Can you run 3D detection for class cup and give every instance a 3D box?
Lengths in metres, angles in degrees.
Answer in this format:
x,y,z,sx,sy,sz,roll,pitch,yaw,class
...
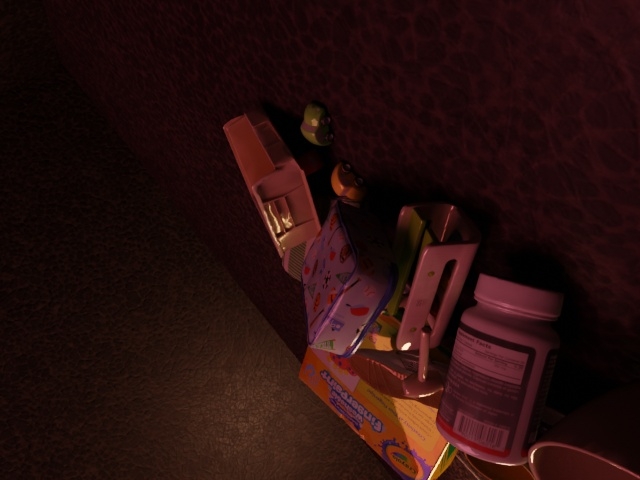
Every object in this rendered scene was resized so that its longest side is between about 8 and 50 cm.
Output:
x,y,z,sx,sy,sz,roll,pitch,yaw,class
0.513,0.329,0.678,0.331,0.237,0.331,42,158,21,cup

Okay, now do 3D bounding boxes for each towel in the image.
x,y,z,sx,sy,sz,roll,pitch,yaw,class
0.000,0.000,1.240,0.324,0.038,0.248,16,98,55,towel

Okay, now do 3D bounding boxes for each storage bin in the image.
x,y,z,sx,sy,sz,roll,pitch,yaw,class
-0.118,-0.148,1.178,0.260,0.123,0.262,72,171,-47,storage bin

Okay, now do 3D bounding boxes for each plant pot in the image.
x,y,z,sx,sy,sz,roll,pitch,yaw,class
0.356,0.392,0.913,0.134,0.095,0.134,26,143,22,plant pot

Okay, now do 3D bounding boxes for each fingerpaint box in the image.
x,y,z,sx,sy,sz,roll,pitch,yaw,class
0.183,0.327,1.224,0.444,0.163,0.371,35,121,34,fingerpaint box

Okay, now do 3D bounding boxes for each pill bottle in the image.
x,y,z,sx,sy,sz,roll,pitch,yaw,class
0.305,0.207,0.811,0.161,0.283,0.161,13,-177,-1,pill bottle

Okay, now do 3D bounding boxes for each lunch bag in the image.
x,y,z,sx,sy,sz,roll,pitch,yaw,class
0.043,0.072,0.975,0.114,0.243,0.303,19,-153,-15,lunch bag

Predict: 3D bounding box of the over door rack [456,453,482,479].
x,y,z,sx,sy,sz,roll,pitch,yaw,class
0.448,0.618,1.440,0.324,0.108,0.240,58,171,48,over door rack

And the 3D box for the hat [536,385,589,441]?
x,y,z,sx,sy,sz,roll,pitch,yaw,class
0.480,0.382,0.986,0.331,0.134,0.331,26,146,20,hat

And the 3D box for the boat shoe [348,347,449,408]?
x,y,z,sx,sy,sz,roll,pitch,yaw,class
0.193,0.281,1.028,0.277,0.096,0.098,12,130,34,boat shoe

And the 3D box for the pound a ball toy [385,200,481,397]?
x,y,z,sx,sy,sz,roll,pitch,yaw,class
0.216,0.115,0.897,0.208,0.135,0.319,-109,19,-49,pound a ball toy

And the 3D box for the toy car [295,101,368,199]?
x,y,z,sx,sy,sz,roll,pitch,yaw,class
-0.003,-0.201,1.074,0.239,0.053,0.225,34,154,36,toy car

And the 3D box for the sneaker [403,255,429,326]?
x,y,z,sx,sy,sz,roll,pitch,yaw,class
0.184,0.071,1.119,0.300,0.111,0.121,32,143,27,sneaker
